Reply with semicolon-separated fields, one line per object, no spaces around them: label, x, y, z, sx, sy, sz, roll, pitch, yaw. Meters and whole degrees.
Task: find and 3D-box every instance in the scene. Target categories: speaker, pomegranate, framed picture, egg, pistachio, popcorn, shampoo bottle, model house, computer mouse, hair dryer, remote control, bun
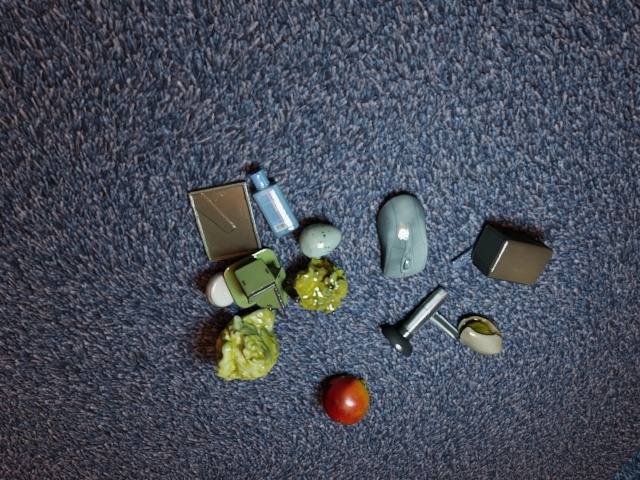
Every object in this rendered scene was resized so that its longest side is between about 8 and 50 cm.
speaker;0.745;0.055;1.805;0.231;0.153;0.192;10;115;-19
pomegranate;0.122;0.690;2.013;0.235;0.210;0.210;-21;121;-33
framed picture;-0.348;-0.065;1.702;0.214;0.016;0.288;-12;116;-1
egg;0.000;0.000;1.713;0.165;0.131;0.131;-11;116;-5
pistachio;0.691;0.414;1.987;0.153;0.137;0.238;-36;119;22
popcorn;0.002;0.175;1.766;0.218;0.169;0.189;8;113;-28
shampoo bottle;-0.177;-0.140;1.663;0.104;0.061;0.258;-24;116;5
model house;-0.200;0.183;1.664;0.219;0.279;0.204;-28;118;-15
popcorn;-0.296;0.422;1.810;0.237;0.293;0.292;-12;117;19
computer mouse;0.321;0.007;1.768;0.189;0.121;0.370;-8;119;-3
hair dryer;0.467;0.391;1.947;0.320;0.155;0.284;-38;103;2
remote control;0.601;0.057;1.872;0.153;0.027;0.043;-36;108;8
bun;-0.387;0.182;1.773;0.138;0.094;0.138;-16;115;-39
